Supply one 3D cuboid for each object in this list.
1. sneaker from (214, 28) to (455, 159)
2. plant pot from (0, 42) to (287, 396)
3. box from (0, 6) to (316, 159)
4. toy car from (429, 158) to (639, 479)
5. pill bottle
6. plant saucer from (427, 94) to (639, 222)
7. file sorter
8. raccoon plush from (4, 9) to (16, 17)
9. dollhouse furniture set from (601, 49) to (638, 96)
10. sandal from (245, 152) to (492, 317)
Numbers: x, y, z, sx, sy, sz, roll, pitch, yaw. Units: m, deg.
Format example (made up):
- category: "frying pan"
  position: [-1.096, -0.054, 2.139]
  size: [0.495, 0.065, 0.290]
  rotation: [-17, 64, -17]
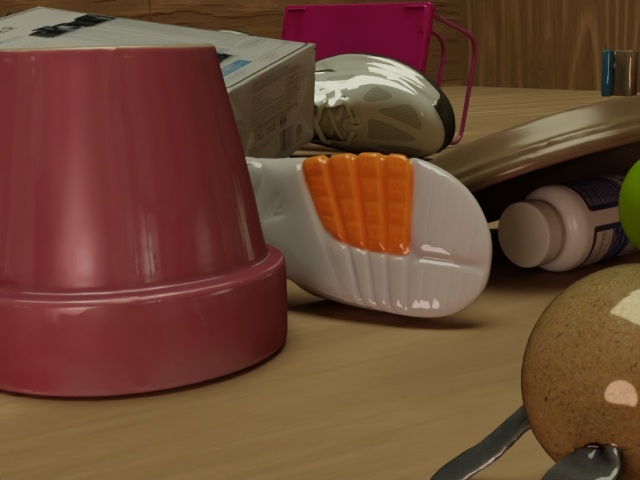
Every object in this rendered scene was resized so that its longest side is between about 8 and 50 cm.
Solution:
- category: "sneaker"
  position: [-0.047, -0.159, 1.496]
  size: [0.447, 0.169, 0.257]
  rotation: [16, 43, 22]
- category: "plant pot"
  position: [-0.122, -0.024, 0.612]
  size: [0.201, 0.180, 0.201]
  rotation: [-2, 10, 0]
- category: "box"
  position: [-0.167, -0.125, 0.870]
  size: [0.289, 0.087, 0.169]
  rotation: [12, 27, 21]
- category: "toy car"
  position: [0.133, 0.061, 0.383]
  size: [0.188, 0.149, 0.155]
  rotation: [-33, 13, -8]
- category: "pill bottle"
  position: [0.194, -0.012, 0.790]
  size: [0.120, 0.067, 0.067]
  rotation: [-10, 14, -38]
- category: "plant saucer"
  position: [0.175, -0.057, 0.832]
  size: [0.277, 0.041, 0.278]
  rotation: [-15, -8, -2]
- category: "file sorter"
  position: [0.091, -0.269, 1.715]
  size: [0.290, 0.202, 0.182]
  rotation: [9, -1, 38]
- category: "raccoon plush"
  position: [-0.440, -0.117, 1.148]
  size: [0.299, 0.216, 0.446]
  rotation: [-11, 8, -14]
- category: "dollhouse furniture set"
  position: [0.300, -0.113, 0.982]
  size: [0.129, 0.184, 0.129]
  rotation: [6, 14, 36]
- category: "sandal"
  position: [0.002, -0.011, 0.720]
  size: [0.265, 0.102, 0.076]
  rotation: [11, -7, 29]
